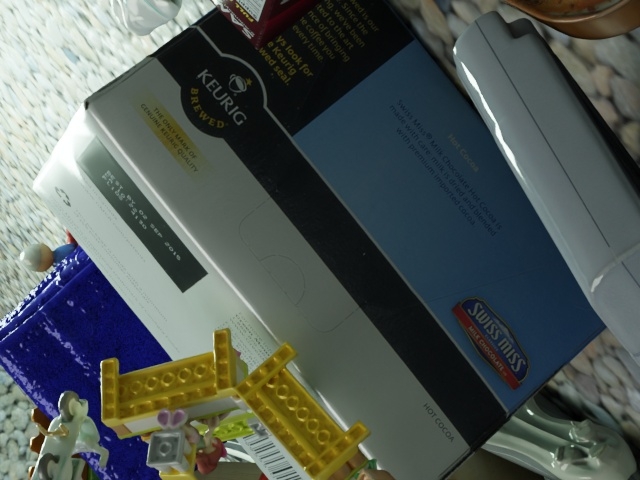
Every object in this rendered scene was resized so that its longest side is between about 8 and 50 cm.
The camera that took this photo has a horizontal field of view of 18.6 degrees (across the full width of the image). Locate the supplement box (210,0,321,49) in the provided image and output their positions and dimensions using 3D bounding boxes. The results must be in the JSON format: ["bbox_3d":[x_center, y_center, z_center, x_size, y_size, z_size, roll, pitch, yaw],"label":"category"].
[{"bbox_3d":[0.002,-0.217,1.153,0.073,0.130,0.239,48,162,6],"label":"supplement box"}]

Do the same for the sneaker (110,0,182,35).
[{"bbox_3d":[-0.161,-0.246,1.617,0.061,0.053,0.152,-16,110,44],"label":"sneaker"}]

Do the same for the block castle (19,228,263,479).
[{"bbox_3d":[-0.192,0.192,1.906,0.303,0.212,0.453,156,117,-73],"label":"block castle"}]

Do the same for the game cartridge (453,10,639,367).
[{"bbox_3d":[0.178,0.012,1.080,0.294,0.060,0.196,41,-165,-55],"label":"game cartridge"}]

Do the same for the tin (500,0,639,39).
[{"bbox_3d":[0.116,-0.173,1.018,0.189,0.106,0.040,35,-171,40],"label":"tin"}]

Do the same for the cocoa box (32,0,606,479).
[{"bbox_3d":[0.000,0.000,1.407,0.347,0.228,0.231,51,158,-2],"label":"cocoa box"}]

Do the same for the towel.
[{"bbox_3d":[-0.127,0.060,1.709,0.227,0.308,0.076,45,-177,15],"label":"towel"}]

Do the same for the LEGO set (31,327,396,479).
[{"bbox_3d":[-0.040,0.141,1.270,0.287,0.132,0.107,5,152,26],"label":"LEGO set"}]

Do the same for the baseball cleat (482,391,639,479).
[{"bbox_3d":[0.183,0.172,1.568,0.206,0.072,0.109,30,159,55],"label":"baseball cleat"}]

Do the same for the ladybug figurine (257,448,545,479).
[{"bbox_3d":[0.055,0.330,1.634,0.305,0.449,0.162,1,170,12],"label":"ladybug figurine"}]

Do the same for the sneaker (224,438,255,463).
[{"bbox_3d":[-0.060,0.245,2.242,0.234,0.084,0.097,24,149,54],"label":"sneaker"}]
